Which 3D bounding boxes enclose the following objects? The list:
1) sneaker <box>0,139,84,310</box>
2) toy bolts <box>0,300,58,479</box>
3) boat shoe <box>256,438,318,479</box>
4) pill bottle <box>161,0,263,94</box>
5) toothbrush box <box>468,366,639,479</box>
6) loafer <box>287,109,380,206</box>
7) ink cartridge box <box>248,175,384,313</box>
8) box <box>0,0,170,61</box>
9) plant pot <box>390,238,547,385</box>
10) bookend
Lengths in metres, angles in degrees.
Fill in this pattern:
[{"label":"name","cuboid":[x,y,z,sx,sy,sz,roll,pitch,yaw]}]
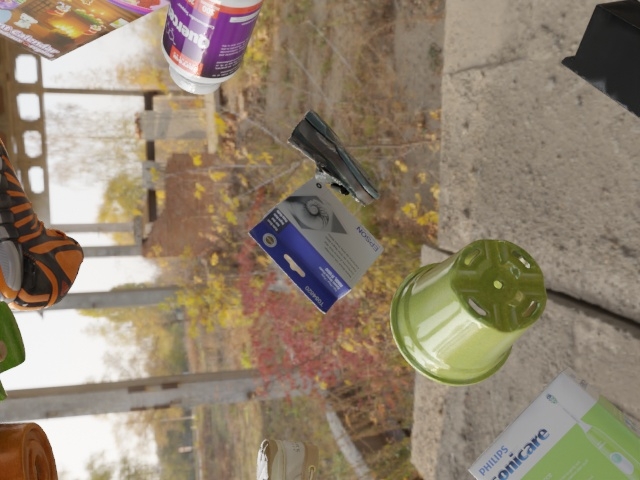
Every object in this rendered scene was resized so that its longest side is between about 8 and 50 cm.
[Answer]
[{"label":"sneaker","cuboid":[-0.494,-0.032,0.933,0.180,0.125,0.321,32,-142,-71]},{"label":"toy bolts","cuboid":[-0.326,0.179,0.450,0.228,0.158,0.218,-142,39,-72]},{"label":"boat shoe","cuboid":[-0.026,0.263,0.515,0.063,0.059,0.170,180,93,-72]},{"label":"pill bottle","cuboid":[-0.236,-0.465,1.242,0.323,0.181,0.181,128,140,-54]},{"label":"toothbrush box","cuboid":[0.395,0.355,0.829,0.283,0.122,0.206,43,102,24]},{"label":"loafer","cuboid":[0.019,-0.137,1.059,0.084,0.096,0.267,-41,46,11]},{"label":"ink cartridge box","cuboid":[0.000,0.000,1.167,0.045,0.223,0.224,-41,3,44]},{"label":"box","cuboid":[-0.307,-0.271,0.507,0.201,0.293,0.057,-9,74,32]},{"label":"plant pot","cuboid":[0.303,0.126,1.145,0.254,0.276,0.276,111,154,-64]},{"label":"bookend","cuboid":[0.353,-0.219,0.596,0.156,0.072,0.157,96,151,-44]}]
